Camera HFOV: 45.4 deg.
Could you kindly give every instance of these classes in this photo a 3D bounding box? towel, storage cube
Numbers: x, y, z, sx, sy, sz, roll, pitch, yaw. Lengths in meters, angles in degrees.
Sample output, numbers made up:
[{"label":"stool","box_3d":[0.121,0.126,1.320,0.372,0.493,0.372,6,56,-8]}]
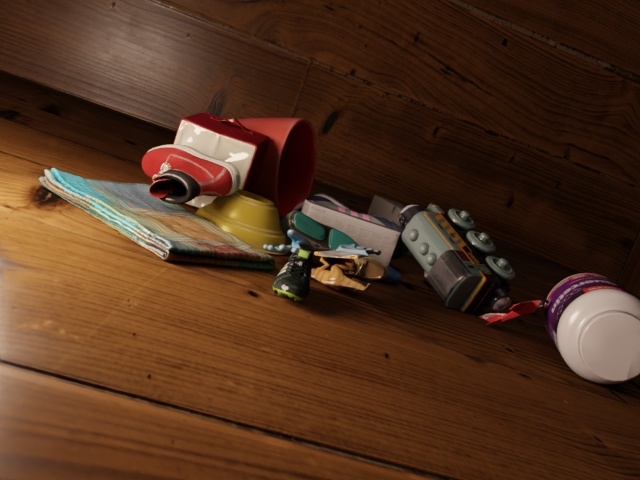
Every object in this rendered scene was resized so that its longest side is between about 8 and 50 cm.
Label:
[{"label":"towel","box_3d":[-0.289,-0.039,1.371,0.370,0.040,0.271,27,11,35]},{"label":"towel","box_3d":[0.119,0.067,1.674,0.119,0.029,0.067,15,11,-33]},{"label":"storage cube","box_3d":[-0.242,-0.176,1.772,0.184,0.215,0.193,21,15,0]}]

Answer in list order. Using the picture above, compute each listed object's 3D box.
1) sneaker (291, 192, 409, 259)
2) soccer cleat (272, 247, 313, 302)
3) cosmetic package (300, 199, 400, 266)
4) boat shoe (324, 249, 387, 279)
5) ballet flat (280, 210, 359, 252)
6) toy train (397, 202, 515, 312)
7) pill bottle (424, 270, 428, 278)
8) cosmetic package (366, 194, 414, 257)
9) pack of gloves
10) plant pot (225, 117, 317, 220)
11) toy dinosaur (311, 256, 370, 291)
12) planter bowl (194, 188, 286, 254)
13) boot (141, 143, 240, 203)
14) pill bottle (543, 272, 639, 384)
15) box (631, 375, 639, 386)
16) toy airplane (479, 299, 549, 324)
[{"label":"sneaker","box_3d":[0.067,-0.022,1.945,0.319,0.112,0.131,22,25,27]},{"label":"soccer cleat","box_3d":[-0.040,0.052,1.253,0.060,0.072,0.179,20,9,-2]},{"label":"cosmetic package","box_3d":[0.062,-0.014,1.821,0.239,0.099,0.060,18,9,-18]},{"label":"boat shoe","box_3d":[0.071,0.055,1.596,0.135,0.050,0.045,12,10,15]},{"label":"ballet flat","box_3d":[0.000,0.000,1.685,0.213,0.072,0.068,30,-36,-28]},{"label":"toy train","box_3d":[0.304,0.034,1.758,0.190,0.142,0.334,10,34,-35]},{"label":"pill bottle","box_3d":[0.349,0.081,1.927,0.160,0.087,0.087,20,9,3]},{"label":"cosmetic package","box_3d":[0.224,-0.046,2.306,0.107,0.127,0.238,17,7,-24]},{"label":"pack of gloves","box_3d":[0.008,0.004,1.483,0.195,0.046,0.232,3,2,17]},{"label":"plant pot","box_3d":[-0.168,-0.204,2.006,0.243,0.275,0.275,13,6,19]},{"label":"toy dinosaur","box_3d":[0.038,0.074,1.401,0.211,0.064,0.112,14,16,39]},{"label":"planter bowl","box_3d":[-0.154,-0.051,1.581,0.217,0.090,0.217,20,8,-3]},{"label":"boot","box_3d":[-0.305,-0.130,1.507,0.244,0.088,0.176,16,22,33]},{"label":"pill bottle","box_3d":[0.547,0.171,1.503,0.181,0.181,0.323,21,8,7]},{"label":"box","box_3d":[0.723,0.298,1.587,0.178,0.042,0.109,18,10,-19]},{"label":"toy airplane","box_3d":[0.406,0.150,1.604,0.151,0.028,0.151,-15,-11,-3]}]
